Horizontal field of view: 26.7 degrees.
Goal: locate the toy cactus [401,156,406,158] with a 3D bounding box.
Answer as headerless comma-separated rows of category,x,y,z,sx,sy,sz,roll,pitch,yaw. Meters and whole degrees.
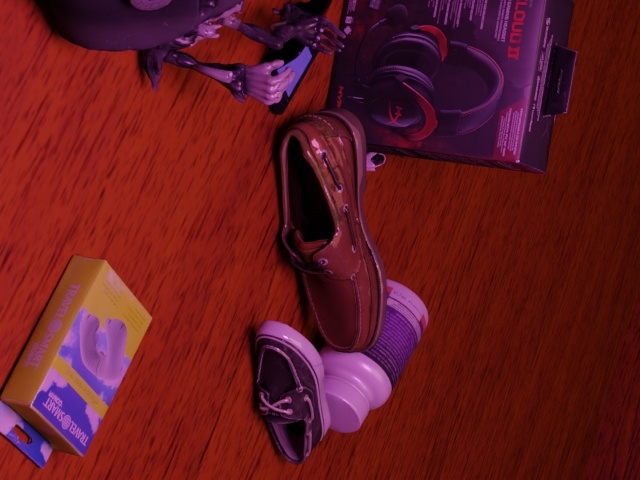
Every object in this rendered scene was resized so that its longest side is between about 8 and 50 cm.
toy cactus,0.183,-0.211,1.845,0.112,0.219,0.180,45,16,-40

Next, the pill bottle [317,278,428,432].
pill bottle,0.055,0.150,1.739,0.193,0.108,0.108,-58,145,-37

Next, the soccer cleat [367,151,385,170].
soccer cleat,0.073,-0.113,1.769,0.083,0.036,0.029,-47,137,-47

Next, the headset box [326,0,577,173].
headset box,0.168,-0.205,1.644,0.110,0.293,0.218,10,90,-63

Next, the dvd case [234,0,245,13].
dvd case,-0.113,-0.350,1.364,0.221,0.018,0.164,34,68,-60

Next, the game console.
game console,-0.015,-0.215,1.533,0.122,0.071,0.107,-62,147,-31

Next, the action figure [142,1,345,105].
action figure,-0.078,-0.226,1.322,0.276,0.141,0.164,-22,125,-48

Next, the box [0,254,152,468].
box,-0.230,0.116,1.261,0.178,0.042,0.109,-67,149,-26

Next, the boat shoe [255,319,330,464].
boat shoe,-0.037,0.186,1.610,0.070,0.078,0.219,-60,148,-36

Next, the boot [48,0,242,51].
boot,-0.225,-0.276,1.000,0.445,0.367,0.146,78,0,-76

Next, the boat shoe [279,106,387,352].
boat shoe,0.000,0.000,1.607,0.104,0.111,0.307,-29,113,-52
